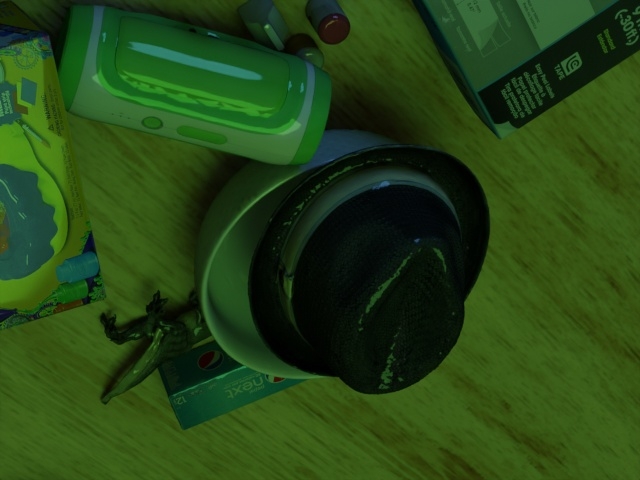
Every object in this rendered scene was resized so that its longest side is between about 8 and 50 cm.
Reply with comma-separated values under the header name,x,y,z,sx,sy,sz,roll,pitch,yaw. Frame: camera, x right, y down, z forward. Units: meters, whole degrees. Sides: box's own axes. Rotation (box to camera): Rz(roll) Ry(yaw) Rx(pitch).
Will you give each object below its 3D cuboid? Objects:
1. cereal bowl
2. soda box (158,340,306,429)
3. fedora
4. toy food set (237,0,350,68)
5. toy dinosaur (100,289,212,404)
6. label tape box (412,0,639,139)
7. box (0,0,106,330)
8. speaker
name,x,y,z,sx,sy,sz,roll,pitch,yaw
cereal bowl,0.000,0.000,2.029,0.339,0.141,0.339,-12,129,-15
soda box,-0.101,0.167,2.165,0.210,0.067,0.071,-21,131,-5
fedora,0.078,0.059,1.914,0.334,0.152,0.334,-11,129,-14
toy food set,-0.034,-0.265,1.834,0.111,0.104,0.232,-31,131,3
toy dinosaur,-0.205,0.117,2.093,0.268,0.064,0.118,-37,137,12
label tape box,0.284,-0.312,1.883,0.347,0.115,0.249,-32,132,3
box,-0.397,-0.058,1.677,0.279,0.177,0.290,-18,116,-17
speaker,-0.144,-0.170,1.820,0.296,0.131,0.131,13,120,-15
